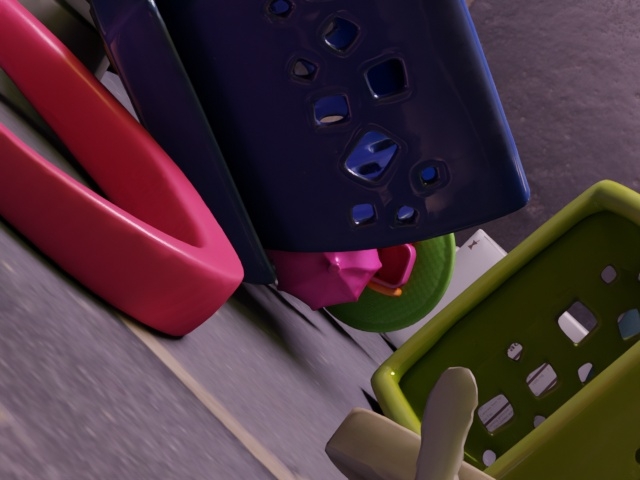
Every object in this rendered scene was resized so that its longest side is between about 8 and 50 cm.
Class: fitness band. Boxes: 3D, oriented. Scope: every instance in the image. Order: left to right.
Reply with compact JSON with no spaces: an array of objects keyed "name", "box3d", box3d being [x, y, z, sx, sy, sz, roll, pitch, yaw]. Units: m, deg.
[{"name":"fitness band","box3d":[-0.137,-0.053,0.839,0.209,0.054,0.291,44,5,-28]}]

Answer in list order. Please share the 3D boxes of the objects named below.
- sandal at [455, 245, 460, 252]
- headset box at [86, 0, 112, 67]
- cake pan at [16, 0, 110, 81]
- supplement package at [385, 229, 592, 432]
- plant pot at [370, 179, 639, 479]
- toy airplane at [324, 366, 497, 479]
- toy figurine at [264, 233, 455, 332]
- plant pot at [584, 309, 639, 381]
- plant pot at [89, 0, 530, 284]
[{"name":"sandal","box3d":[0.089,0.059,1.648,0.102,0.076,0.265,30,24,6]},{"name":"headset box","box3d":[-0.239,-0.270,1.486,0.218,0.110,0.293,44,5,4]},{"name":"cake pan","box3d":[-0.254,-0.207,1.163,0.293,0.054,0.293,44,5,-4]},{"name":"supplement package","box3d":[0.198,0.128,1.499,0.244,0.134,0.139,41,6,-33]},{"name":"plant pot","box3d":[0.198,0.125,1.060,0.207,0.228,0.227,48,2,-19]},{"name":"toy airplane","box3d":[0.193,0.183,0.548,0.384,0.272,0.386,53,-33,-6]},{"name":"toy figurine","box3d":[0.000,0.000,1.247,0.173,0.130,0.159,22,7,21]},{"name":"plant pot","box3d":[0.306,0.209,1.321,0.290,0.195,0.290,43,5,-5]},{"name":"plant pot","box3d":[-0.022,-0.114,1.076,0.236,0.212,0.236,-123,-170,-68]}]
